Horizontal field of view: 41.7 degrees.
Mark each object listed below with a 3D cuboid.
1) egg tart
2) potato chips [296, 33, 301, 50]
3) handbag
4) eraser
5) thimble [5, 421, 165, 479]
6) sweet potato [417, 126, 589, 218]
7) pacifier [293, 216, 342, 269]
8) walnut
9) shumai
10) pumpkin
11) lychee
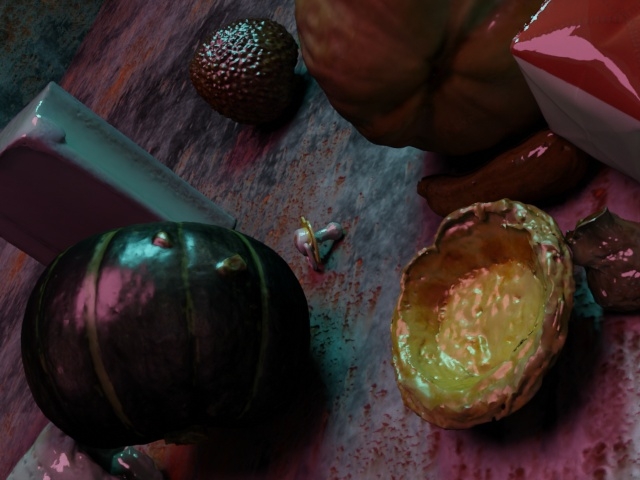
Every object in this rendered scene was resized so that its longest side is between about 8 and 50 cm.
[{"bbox_3d":[0.149,0.067,0.741,0.212,0.090,0.213,-38,39,38],"label":"egg tart"},{"bbox_3d":[0.053,-0.400,1.432,0.167,0.059,0.228,16,71,49],"label":"potato chips"},{"bbox_3d":[0.315,-0.204,0.696,0.151,0.171,0.298,40,93,32],"label":"handbag"},{"bbox_3d":[-0.355,-0.044,1.318,0.272,0.359,0.122,-26,38,38],"label":"eraser"},{"bbox_3d":[-0.283,0.312,1.010,0.149,0.185,0.211,-54,13,-3],"label":"thimble"},{"bbox_3d":[0.179,-0.059,0.881,0.233,0.062,0.081,-17,26,50],"label":"sweet potato"},{"bbox_3d":[0.000,0.000,1.090,0.064,0.068,0.083,-19,12,-8],"label":"pacifier"},{"bbox_3d":[0.125,-0.256,0.922,0.306,0.306,0.344,-40,22,22],"label":"walnut"},{"bbox_3d":[0.244,0.008,0.690,0.083,0.080,0.082,-36,35,24],"label":"shumai"},{"bbox_3d":[-0.170,0.107,0.949,0.323,0.323,0.242,-26,67,39],"label":"pumpkin"},{"bbox_3d":[-0.123,-0.292,1.451,0.194,0.194,0.195,-35,33,28],"label":"lychee"}]
